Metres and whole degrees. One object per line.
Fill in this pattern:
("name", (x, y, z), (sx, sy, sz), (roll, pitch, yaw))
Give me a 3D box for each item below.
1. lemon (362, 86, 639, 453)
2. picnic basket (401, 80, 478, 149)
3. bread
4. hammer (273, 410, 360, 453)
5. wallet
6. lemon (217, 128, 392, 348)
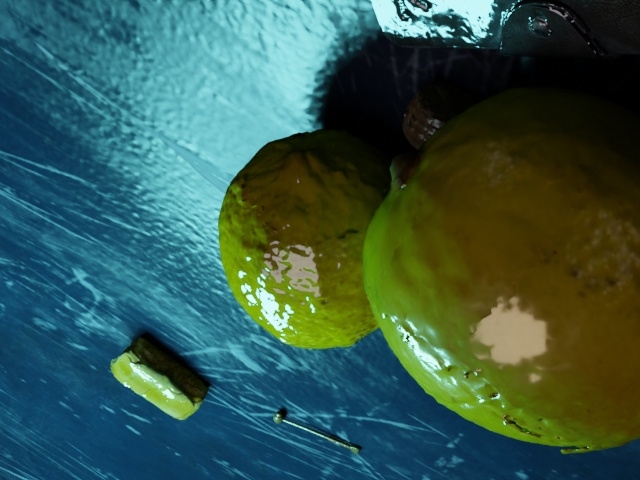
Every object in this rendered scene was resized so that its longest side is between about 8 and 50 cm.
("lemon", (0.185, 0.025, 0.972), (0.297, 0.297, 0.297), (19, 142, 16))
("picnic basket", (0.100, -0.091, 1.074), (0.072, 0.072, 0.083), (27, 133, 7))
("bread", (-0.217, 0.188, 1.639), (0.132, 0.053, 0.074), (41, 143, -15))
("hammer", (-0.005, 0.252, 1.600), (0.123, 0.014, 0.029), (20, 151, 11))
("wallet", (0.164, -0.211, 0.916), (0.318, 0.045, 0.172), (7, 135, 32))
("lemon", (0.000, 0.000, 1.153), (0.192, 0.192, 0.231), (11, 139, 25))
